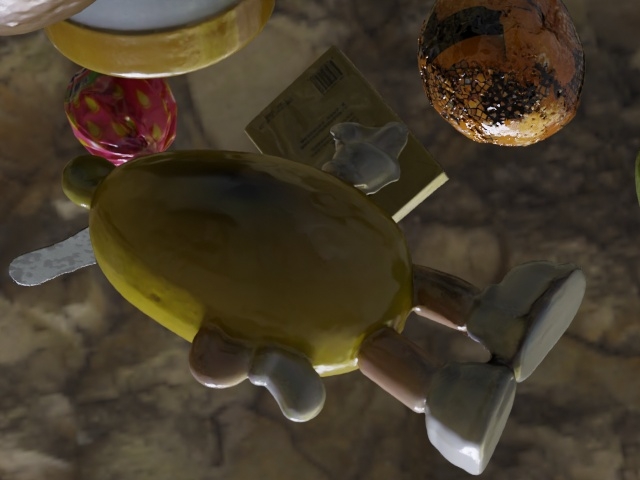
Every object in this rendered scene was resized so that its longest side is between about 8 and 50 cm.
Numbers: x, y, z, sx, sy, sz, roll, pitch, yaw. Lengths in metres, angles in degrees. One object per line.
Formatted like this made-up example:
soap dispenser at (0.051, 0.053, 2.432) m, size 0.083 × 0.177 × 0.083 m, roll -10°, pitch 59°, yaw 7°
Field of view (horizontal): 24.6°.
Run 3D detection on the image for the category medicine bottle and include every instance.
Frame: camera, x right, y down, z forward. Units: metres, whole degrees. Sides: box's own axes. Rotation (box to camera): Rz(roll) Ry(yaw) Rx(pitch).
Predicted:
medicine bottle at (-0.168, -0.314, 1.394) m, size 0.232 × 0.237 × 0.238 m, roll 85°, pitch -171°, yaw -45°

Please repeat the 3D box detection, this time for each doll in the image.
doll at (0.017, 0.025, 1.259) m, size 0.423 × 0.348 × 0.161 m, roll 47°, pitch 144°, yaw 31°

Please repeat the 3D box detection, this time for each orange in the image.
orange at (0.227, -0.225, 1.811) m, size 0.234 × 0.182 × 0.234 m, roll 32°, pitch -142°, yaw -29°

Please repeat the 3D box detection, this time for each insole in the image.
insole at (-0.276, 0.009, 1.736) m, size 0.006 × 0.193 × 0.065 m, roll -107°, pitch -4°, yaw -48°

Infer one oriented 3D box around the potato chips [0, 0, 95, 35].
potato chips at (-0.201, -0.182, 0.962) m, size 0.150 × 0.201 × 0.049 m, roll 15°, pitch -115°, yaw -31°

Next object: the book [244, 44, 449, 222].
book at (0.028, -0.108, 1.771) m, size 0.231 × 0.161 × 0.026 m, roll 53°, pitch -172°, yaw 27°

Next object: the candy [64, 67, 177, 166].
candy at (-0.161, -0.037, 1.568) m, size 0.365 × 0.124 × 0.124 m, roll 63°, pitch -166°, yaw 12°

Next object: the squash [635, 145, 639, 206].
squash at (0.357, -0.051, 1.355) m, size 0.247 × 0.132 × 0.133 m, roll 39°, pitch -136°, yaw -59°
